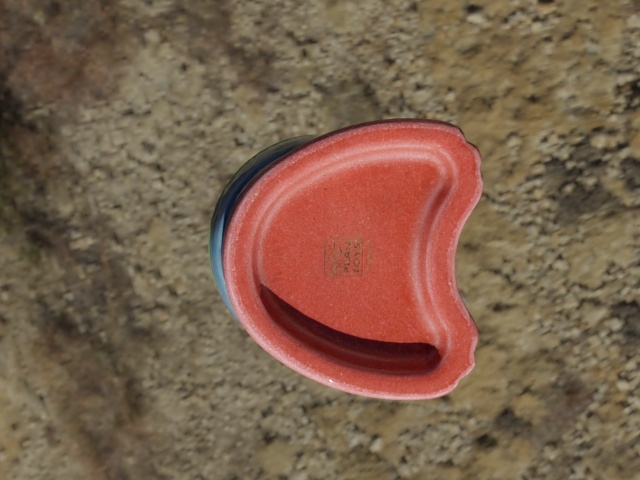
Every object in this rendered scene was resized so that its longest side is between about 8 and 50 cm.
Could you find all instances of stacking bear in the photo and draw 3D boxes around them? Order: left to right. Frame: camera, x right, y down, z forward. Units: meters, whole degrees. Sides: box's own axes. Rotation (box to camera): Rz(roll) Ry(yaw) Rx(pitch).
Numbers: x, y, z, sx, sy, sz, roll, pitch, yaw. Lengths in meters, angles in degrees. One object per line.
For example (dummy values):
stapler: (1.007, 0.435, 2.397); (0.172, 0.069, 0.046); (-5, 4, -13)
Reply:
stacking bear: (0.000, 0.000, 0.994); (0.289, 0.164, 0.175); (-149, 60, -81)
